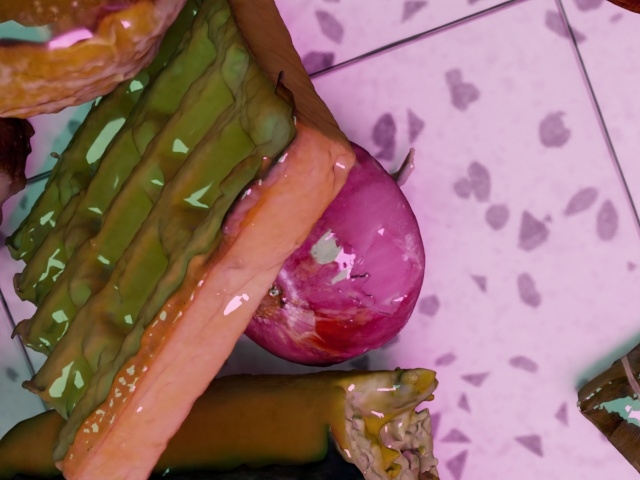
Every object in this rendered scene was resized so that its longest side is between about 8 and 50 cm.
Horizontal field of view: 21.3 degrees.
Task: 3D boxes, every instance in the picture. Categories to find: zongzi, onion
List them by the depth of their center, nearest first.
[{"bbox_3d":[-0.007,0.005,1.233,0.177,0.153,0.177,5,105,18],"label":"onion"},{"bbox_3d":[0.264,0.119,1.251,0.119,0.055,0.109,-42,94,7],"label":"zongzi"}]

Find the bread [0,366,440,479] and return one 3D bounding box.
[{"bbox_3d":[-0.070,0.213,1.257,0.376,0.251,0.208,-11,55,16],"label":"bread"}]

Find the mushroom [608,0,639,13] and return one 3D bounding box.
[{"bbox_3d":[0.252,-0.259,1.129,0.231,0.138,0.194,-21,84,5],"label":"mushroom"}]

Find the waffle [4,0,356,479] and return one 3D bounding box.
[{"bbox_3d":[-0.106,-0.027,1.163,0.077,0.348,0.304,27,110,-26],"label":"waffle"}]

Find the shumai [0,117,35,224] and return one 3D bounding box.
[{"bbox_3d":[-0.289,-0.051,1.260,0.120,0.201,0.201,-32,95,29],"label":"shumai"}]

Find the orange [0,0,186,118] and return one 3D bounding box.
[{"bbox_3d":[-0.265,-0.206,1.192,0.368,0.271,0.210,28,147,7],"label":"orange"}]
